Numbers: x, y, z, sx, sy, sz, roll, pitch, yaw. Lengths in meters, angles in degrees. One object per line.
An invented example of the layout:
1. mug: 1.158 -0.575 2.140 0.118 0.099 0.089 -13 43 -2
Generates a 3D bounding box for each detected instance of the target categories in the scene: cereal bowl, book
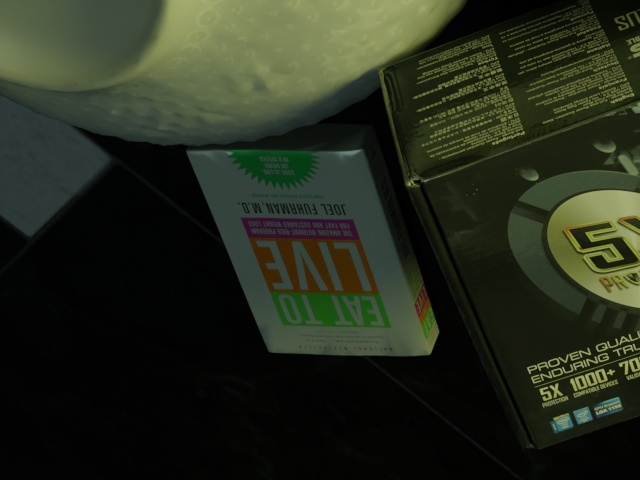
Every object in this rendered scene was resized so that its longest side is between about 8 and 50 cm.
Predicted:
1. cereal bowl: -0.093 -0.158 0.571 0.339 0.141 0.339 18 143 14
2. book: 0.000 0.000 0.792 0.096 0.035 0.144 2 135 26

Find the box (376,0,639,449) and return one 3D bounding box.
1. box: 0.132 -0.020 0.571 0.180 0.077 0.147 -19 128 8
